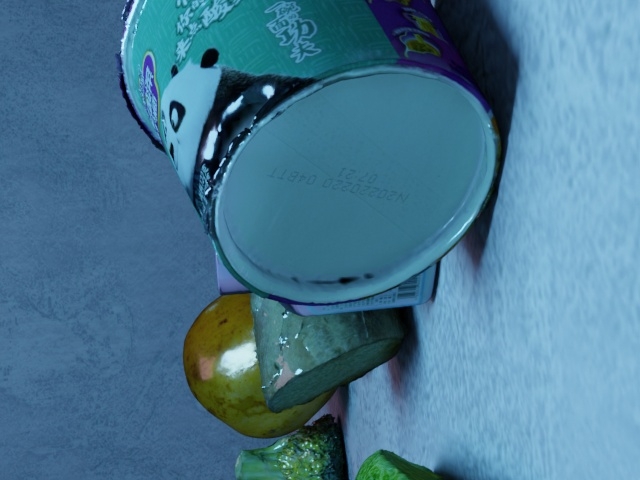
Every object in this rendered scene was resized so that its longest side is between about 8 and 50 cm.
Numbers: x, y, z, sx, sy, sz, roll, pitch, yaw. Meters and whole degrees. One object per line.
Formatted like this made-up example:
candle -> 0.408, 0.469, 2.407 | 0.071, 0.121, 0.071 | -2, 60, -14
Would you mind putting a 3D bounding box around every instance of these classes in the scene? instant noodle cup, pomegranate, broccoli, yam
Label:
instant noodle cup -> -0.004, -0.086, 0.590 | 0.190, 0.251, 0.251 | -114, 19, -44
pomegranate -> -0.080, 0.188, 1.358 | 0.264, 0.264, 0.264 | 175, 90, -83
broccoli -> -0.052, 0.399, 1.458 | 0.220, 0.194, 0.194 | -94, 3, -53
yam -> -0.004, 0.032, 0.917 | 0.168, 0.168, 0.304 | 95, 167, -55

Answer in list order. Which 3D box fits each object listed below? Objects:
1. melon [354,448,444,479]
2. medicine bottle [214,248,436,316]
melon -> 0.071, 0.254, 0.652 | 0.323, 0.124, 0.196 | -171, 83, -81
medicine bottle -> 0.000, 0.000, 0.755 | 0.119, 0.188, 0.094 | -104, 11, -50
